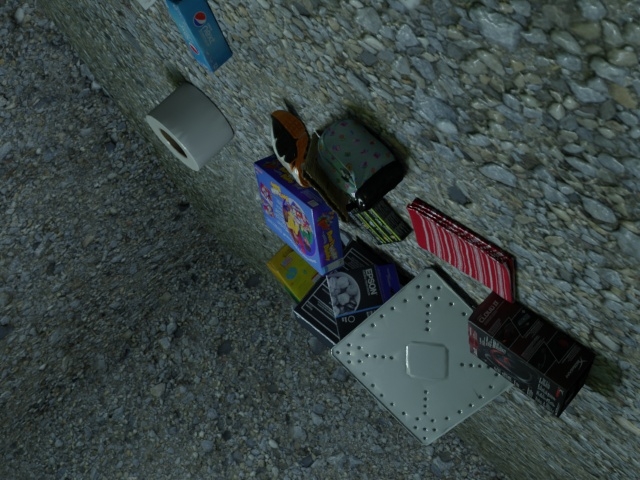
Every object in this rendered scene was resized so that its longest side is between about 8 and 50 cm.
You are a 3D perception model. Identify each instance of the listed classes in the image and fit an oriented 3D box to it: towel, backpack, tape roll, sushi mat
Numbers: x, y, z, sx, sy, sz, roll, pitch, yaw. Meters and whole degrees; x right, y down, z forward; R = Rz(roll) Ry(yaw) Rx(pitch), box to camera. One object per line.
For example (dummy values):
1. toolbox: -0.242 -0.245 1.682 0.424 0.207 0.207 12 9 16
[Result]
1. towel: 0.316 0.026 1.472 0.275 0.031 0.199 35 165 33
2. backpack: 0.076 -0.168 1.392 0.182 0.152 0.115 46 153 15
3. tape roll: -0.430 -0.374 2.163 0.246 0.169 0.246 42 167 12
4. sushi mat: 0.018 -0.150 1.492 0.151 0.019 0.316 48 -163 -15

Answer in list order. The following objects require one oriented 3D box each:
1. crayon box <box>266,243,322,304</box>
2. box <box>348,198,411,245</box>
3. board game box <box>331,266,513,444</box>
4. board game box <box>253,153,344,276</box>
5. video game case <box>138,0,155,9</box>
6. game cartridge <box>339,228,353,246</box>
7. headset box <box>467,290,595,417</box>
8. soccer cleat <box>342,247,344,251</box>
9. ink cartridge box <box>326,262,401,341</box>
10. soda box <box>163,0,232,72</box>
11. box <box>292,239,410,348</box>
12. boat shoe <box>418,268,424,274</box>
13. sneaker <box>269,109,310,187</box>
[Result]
1. crayon box: -0.067 0.095 2.456 0.081 0.202 0.318 30 160 45
2. box: 0.129 -0.071 1.702 0.191 0.045 0.184 47 164 -7
3. board game box: 0.293 0.319 1.789 0.390 0.390 0.050 45 -157 -3
4. board game box: -0.067 -0.081 1.929 0.347 0.078 0.233 41 148 46
5. video game case: -0.494 -0.688 1.720 0.157 0.019 0.143 50 165 -23
6. game cartridge: 0.087 -0.001 2.103 0.056 0.017 0.083 34 164 49
7. headset box: 0.471 0.256 1.535 0.293 0.110 0.218 36 164 30
8. soccer cleat: 0.000 0.000 2.168 0.318 0.108 0.116 53 168 -21
9. ink cartridge box: 0.137 0.178 1.906 0.045 0.208 0.206 63 -166 -70
10. soda box: -0.289 -0.505 1.553 0.067 0.071 0.210 37 165 32
11. box: 0.119 0.214 2.024 0.296 0.294 0.183 38 165 14
12. boat shoe: 0.326 0.178 1.806 0.228 0.076 0.080 51 165 -29
13. sneaker: -0.090 -0.248 1.709 0.121 0.099 0.262 40 166 36
